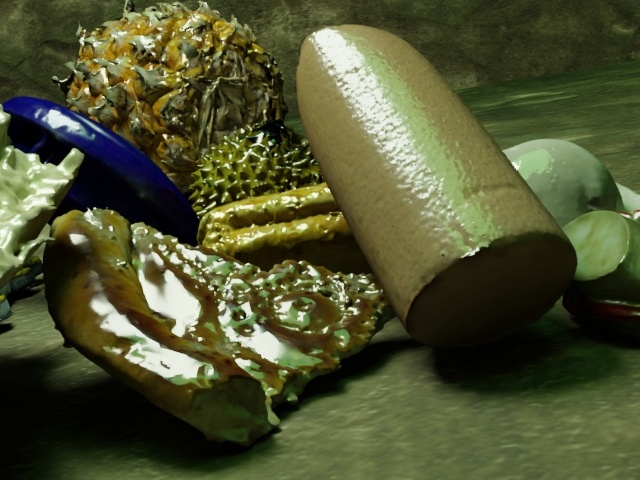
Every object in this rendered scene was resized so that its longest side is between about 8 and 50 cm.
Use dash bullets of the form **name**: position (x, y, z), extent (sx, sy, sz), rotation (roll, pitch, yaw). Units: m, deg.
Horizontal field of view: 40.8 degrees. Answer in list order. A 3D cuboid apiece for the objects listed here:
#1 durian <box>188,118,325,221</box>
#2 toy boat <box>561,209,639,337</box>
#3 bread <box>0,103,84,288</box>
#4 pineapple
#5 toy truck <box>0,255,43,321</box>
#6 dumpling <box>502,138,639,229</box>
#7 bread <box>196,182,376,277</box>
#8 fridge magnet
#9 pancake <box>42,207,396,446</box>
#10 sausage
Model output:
- **durian**: position (-0.056, -0.077, 1.060), extent (0.237, 0.138, 0.193), rotation (-4, 14, 20)
- **toy boat**: position (0.209, 0.023, 0.594), extent (0.089, 0.071, 0.185), rotation (-51, 12, 5)
- **bread**: position (-0.326, 0.026, 0.570), extent (0.328, 0.246, 0.424), rotation (0, 13, -10)
- **pineapple**: position (-0.236, -0.226, 1.421), extent (0.352, 0.353, 0.300), rotation (-19, 23, -37)
- **toy truck**: position (-0.401, 0.021, 0.910), extent (0.157, 0.124, 0.272), rotation (-17, 12, -4)
- **dumpling**: position (0.204, -0.023, 0.746), extent (0.187, 0.108, 0.127), rotation (1, 36, -16)
- **bread**: position (0.000, 0.000, 0.742), extent (0.210, 0.083, 0.114), rotation (-11, -32, -7)
- **fridge magnet**: position (-0.243, -0.055, 0.940), extent (0.113, 0.265, 0.265), rotation (-56, 30, -14)
- **pancake**: position (-0.063, 0.034, 0.602), extent (0.244, 0.057, 0.266), rotation (-9, 35, -19)
- **sausage**: position (0.069, -0.050, 0.629), extent (0.123, 0.123, 0.253), rotation (-13, 51, -16)
